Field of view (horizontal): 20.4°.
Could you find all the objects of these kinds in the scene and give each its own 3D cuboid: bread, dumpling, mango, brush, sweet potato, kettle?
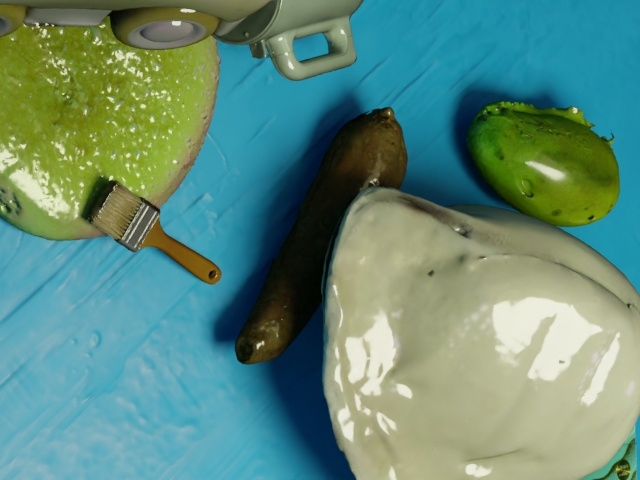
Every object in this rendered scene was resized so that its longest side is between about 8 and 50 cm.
[{"bbox_3d":[-0.196,-0.150,1.461,0.301,0.045,0.301,-1,92,-40],"label":"bread"},{"bbox_3d":[0.145,0.125,1.603,0.395,0.233,0.316,35,69,-35],"label":"dumpling"},{"bbox_3d":[0.216,-0.076,1.745,0.178,0.100,0.119,21,39,-28],"label":"mango"},{"bbox_3d":[-0.134,0.001,1.503,0.170,0.014,0.043,37,83,-48],"label":"brush"},{"bbox_3d":[0.000,0.000,1.598,0.075,0.075,0.273,41,71,-31],"label":"sweet potato"},{"bbox_3d":[-0.025,-0.214,1.529,0.127,0.098,0.148,50,32,15],"label":"kettle"}]

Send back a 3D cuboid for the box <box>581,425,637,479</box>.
[{"bbox_3d":[0.254,0.163,1.809,0.161,0.042,0.226,-2,91,-36],"label":"box"}]

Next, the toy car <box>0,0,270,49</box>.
[{"bbox_3d":[-0.178,-0.281,1.314,0.336,0.226,0.242,0,76,-27],"label":"toy car"}]
